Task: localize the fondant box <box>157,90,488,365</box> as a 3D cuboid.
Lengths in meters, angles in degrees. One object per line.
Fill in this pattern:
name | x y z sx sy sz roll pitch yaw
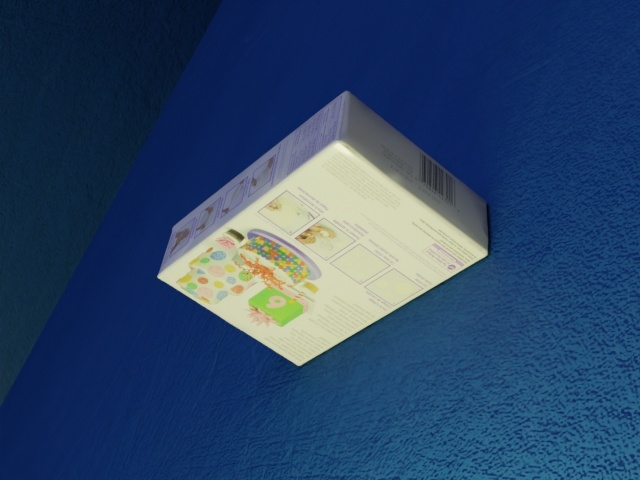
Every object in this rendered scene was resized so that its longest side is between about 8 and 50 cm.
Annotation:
fondant box | 0.000 0.000 1.240 0.330 0.238 0.096 -35 33 34
